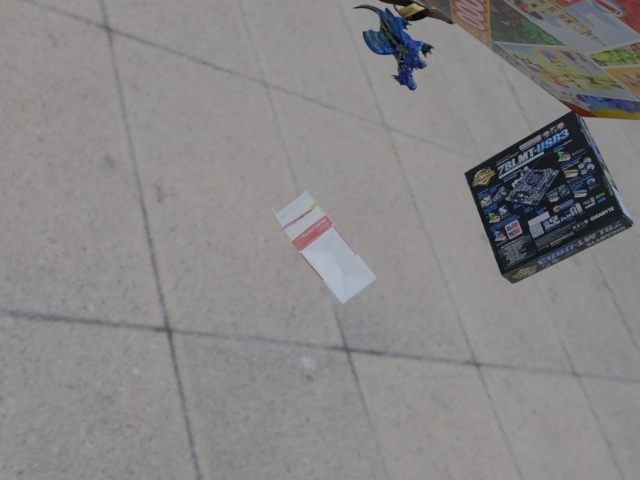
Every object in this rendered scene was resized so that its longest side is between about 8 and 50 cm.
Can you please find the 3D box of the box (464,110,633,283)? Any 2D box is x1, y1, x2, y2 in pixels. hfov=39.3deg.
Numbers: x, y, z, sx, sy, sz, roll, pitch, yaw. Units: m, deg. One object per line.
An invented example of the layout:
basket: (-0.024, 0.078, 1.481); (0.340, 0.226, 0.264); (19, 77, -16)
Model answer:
box: (0.495, -0.096, 1.988); (0.073, 0.296, 0.293); (31, 37, -48)

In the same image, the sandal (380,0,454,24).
sandal: (0.200, -0.479, 1.871); (0.180, 0.049, 0.072); (22, 1, 10)

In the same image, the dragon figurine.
dragon figurine: (0.152, -0.442, 1.938); (0.144, 0.085, 0.289); (-2, 53, -57)

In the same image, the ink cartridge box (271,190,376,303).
ink cartridge box: (0.000, 0.000, 1.345); (0.115, 0.067, 0.198); (51, 1, -26)

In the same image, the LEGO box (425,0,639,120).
LEGO box: (0.390, -0.324, 1.152); (0.373, 0.193, 0.500); (31, 0, -18)
